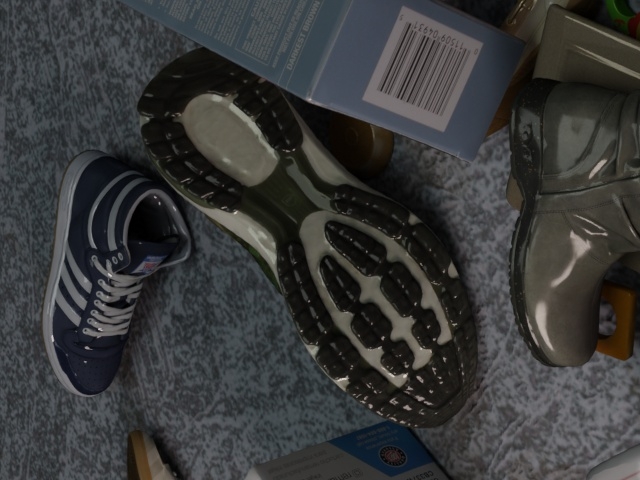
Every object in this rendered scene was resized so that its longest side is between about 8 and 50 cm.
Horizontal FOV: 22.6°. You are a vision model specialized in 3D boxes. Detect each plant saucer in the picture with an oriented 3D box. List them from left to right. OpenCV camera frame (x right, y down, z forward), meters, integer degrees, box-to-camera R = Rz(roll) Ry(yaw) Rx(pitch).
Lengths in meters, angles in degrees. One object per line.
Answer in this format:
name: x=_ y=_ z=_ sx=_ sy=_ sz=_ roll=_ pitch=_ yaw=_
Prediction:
plant saucer: x=0.033 y=-0.098 z=1.502 sx=0.083 sy=0.015 sz=0.083 roll=14 pitch=109 yaw=44

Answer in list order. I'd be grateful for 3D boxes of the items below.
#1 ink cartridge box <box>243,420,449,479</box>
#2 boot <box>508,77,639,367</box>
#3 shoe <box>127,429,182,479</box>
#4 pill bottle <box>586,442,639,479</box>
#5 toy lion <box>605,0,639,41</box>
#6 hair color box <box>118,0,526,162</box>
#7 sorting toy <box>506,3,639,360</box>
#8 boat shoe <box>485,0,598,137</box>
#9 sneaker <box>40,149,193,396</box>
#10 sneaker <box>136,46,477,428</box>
ink cartridge box: x=0.046 y=0.341 z=1.458 sx=0.270 sy=0.198 sz=0.197 roll=49 pitch=130 yaw=26
boot: x=0.228 y=-0.004 z=1.202 sx=0.161 sy=0.083 sz=0.247 roll=10 pitch=116 yaw=37
shoe: x=-0.169 y=0.316 z=1.793 sx=0.076 sy=0.058 sz=0.219 roll=142 pitch=114 yaw=-66
pill bottle: x=0.326 y=0.265 z=1.168 sx=0.161 sy=0.161 sz=0.283 roll=-39 pitch=70 yaw=44
toy lion: x=0.259 y=-0.172 z=1.235 sx=0.100 sy=0.034 sz=0.096 roll=38 pitch=132 yaw=35
hair color box: x=-0.025 y=-0.195 z=1.354 sx=0.374 sy=0.185 sz=0.114 roll=34 pitch=102 yaw=49
sorting toy: x=0.242 y=-0.071 z=1.249 sx=0.196 sy=0.047 sz=0.348 roll=33 pitch=129 yaw=32
boat shoe: x=0.159 y=-0.154 z=1.325 sx=0.170 sy=0.063 sz=0.059 roll=-50 pitch=60 yaw=30
sneaker: x=-0.222 y=0.053 z=1.749 sx=0.153 sy=0.099 sz=0.282 roll=19 pitch=110 yaw=45
sneaker: x=0.000 y=0.000 z=1.500 sx=0.410 sy=0.158 sz=0.182 roll=51 pitch=177 yaw=8
